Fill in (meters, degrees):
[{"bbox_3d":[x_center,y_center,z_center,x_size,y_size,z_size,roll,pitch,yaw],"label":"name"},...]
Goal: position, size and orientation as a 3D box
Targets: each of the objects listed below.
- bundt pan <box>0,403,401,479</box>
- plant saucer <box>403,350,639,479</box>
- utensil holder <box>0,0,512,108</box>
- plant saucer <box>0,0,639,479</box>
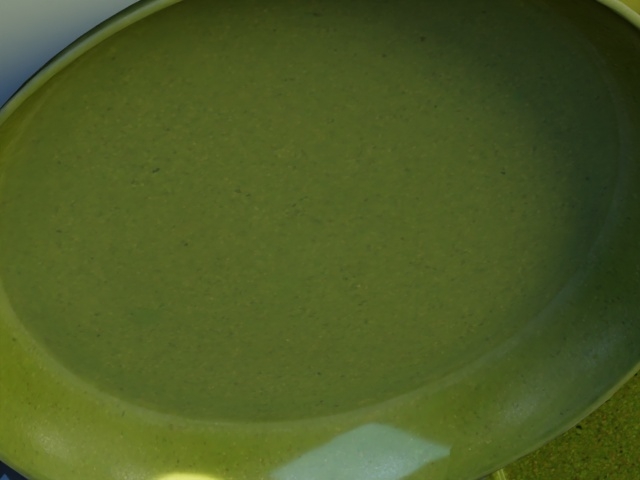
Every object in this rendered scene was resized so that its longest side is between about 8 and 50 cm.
[{"bbox_3d":[-0.110,0.186,0.676,0.331,0.124,0.331,3,78,-16],"label":"bundt pan"},{"bbox_3d":[0.121,0.076,0.716,0.188,0.045,0.188,-23,116,-6],"label":"plant saucer"},{"bbox_3d":[-0.164,-0.140,0.653,0.385,0.327,0.327,-14,81,-3],"label":"utensil holder"},{"bbox_3d":[0.000,0.000,0.582,0.241,0.241,0.037,-12,46,-5],"label":"plant saucer"}]
